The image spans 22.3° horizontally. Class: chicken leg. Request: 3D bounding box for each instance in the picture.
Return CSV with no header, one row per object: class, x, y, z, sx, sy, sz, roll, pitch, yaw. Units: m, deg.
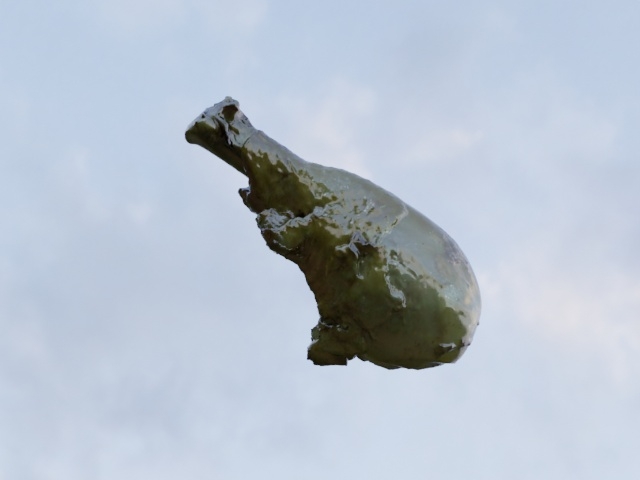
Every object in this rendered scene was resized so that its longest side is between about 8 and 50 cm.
chicken leg,0.000,0.000,0.802,0.178,0.093,0.070,45,-5,3
